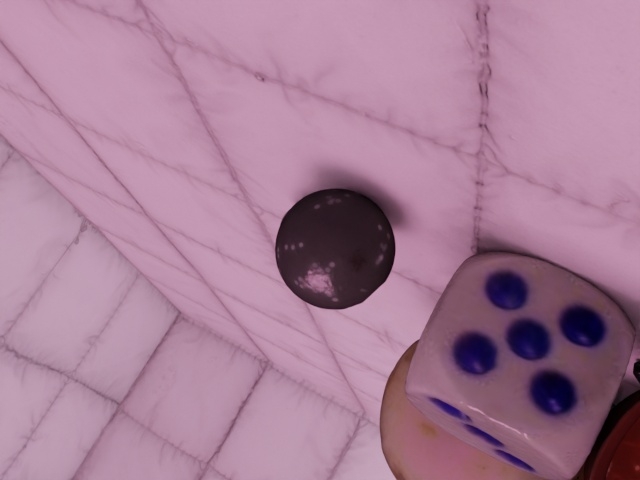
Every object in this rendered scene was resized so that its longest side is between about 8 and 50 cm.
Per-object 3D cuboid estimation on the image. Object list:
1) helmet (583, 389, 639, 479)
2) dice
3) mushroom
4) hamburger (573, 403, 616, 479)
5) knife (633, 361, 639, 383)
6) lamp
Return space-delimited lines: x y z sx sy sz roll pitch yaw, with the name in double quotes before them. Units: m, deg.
"helmet" 0.489 0.318 1.007 0.384 0.338 0.230 7 -178 -5
"dice" 0.278 0.174 1.071 0.251 0.243 0.259 26 160 18
"mushroom" 0.284 0.300 1.330 0.325 0.353 0.353 64 163 4
"hamburger" 0.506 0.445 1.273 0.195 0.277 0.318 21 -167 12
"knife" 0.555 0.253 1.200 0.072 0.019 0.245 9 155 43
"lamp" -0.008 0.015 1.202 0.182 0.182 0.314 37 162 -20
